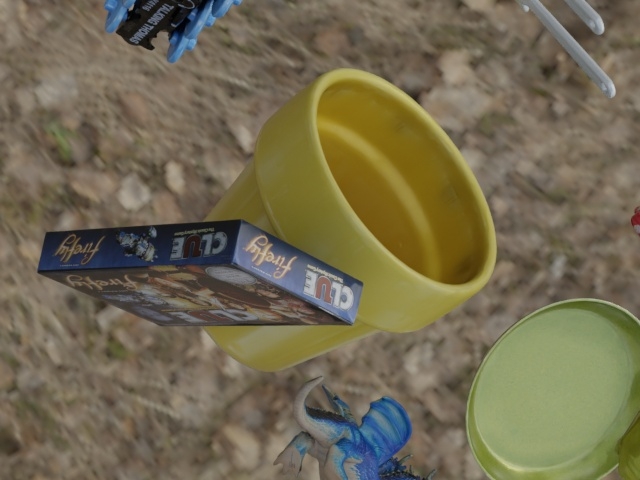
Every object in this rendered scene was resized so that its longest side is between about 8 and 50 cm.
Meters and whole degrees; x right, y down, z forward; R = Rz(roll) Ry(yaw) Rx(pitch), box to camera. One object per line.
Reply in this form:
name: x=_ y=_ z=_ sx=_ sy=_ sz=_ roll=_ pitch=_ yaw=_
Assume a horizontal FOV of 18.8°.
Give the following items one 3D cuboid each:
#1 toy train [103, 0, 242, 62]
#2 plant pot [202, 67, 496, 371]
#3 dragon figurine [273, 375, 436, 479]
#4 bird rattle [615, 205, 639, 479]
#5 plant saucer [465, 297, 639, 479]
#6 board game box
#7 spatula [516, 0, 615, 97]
toy train: x=-0.103 y=-0.207 z=1.448 sx=0.080 sy=0.184 sz=0.105 roll=25 pitch=66 yaw=-17
plant pot: x=0.000 y=0.000 z=1.860 sx=0.254 sy=0.254 sz=0.239 roll=30 pitch=129 yaw=-35
dragon figurine: x=0.032 y=0.195 z=1.881 sx=0.144 sy=0.085 sz=0.289 roll=-54 pitch=138 yaw=-36
bird rattle: x=0.287 y=0.091 z=1.413 sx=0.143 sy=0.207 sz=0.253 roll=4 pitch=120 yaw=13
plant saucer: x=0.264 y=0.170 z=2.147 sx=0.241 sy=0.037 sz=0.241 roll=-8 pitch=112 yaw=-20
board game box: x=-0.107 y=0.033 z=1.700 sx=0.165 sy=0.243 sz=0.042 roll=27 pitch=68 yaw=-44
spatula: x=0.174 y=-0.233 z=1.587 sx=0.019 sy=0.242 sz=0.168 roll=-22 pitch=134 yaw=-10
